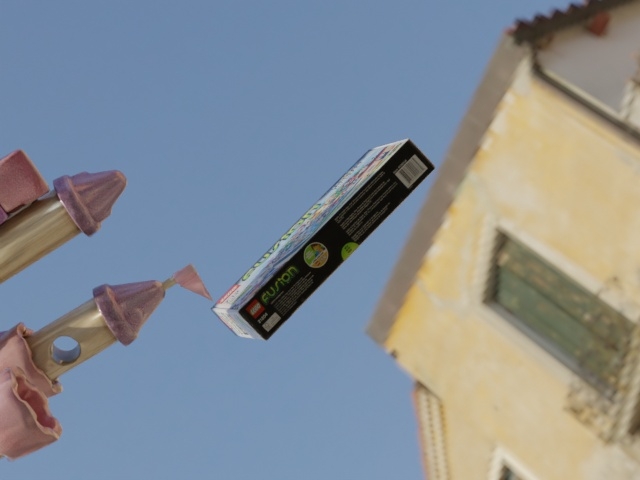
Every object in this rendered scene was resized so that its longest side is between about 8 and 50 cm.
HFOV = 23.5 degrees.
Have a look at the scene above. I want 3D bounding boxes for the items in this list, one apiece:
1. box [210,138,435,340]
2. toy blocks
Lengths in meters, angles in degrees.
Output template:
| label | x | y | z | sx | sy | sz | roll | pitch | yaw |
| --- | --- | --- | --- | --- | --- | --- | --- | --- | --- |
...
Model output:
| label | x | y | z | sx | sy | sz | roll | pitch | yaw |
| --- | --- | --- | --- | --- | --- | --- | --- | --- | --- |
| box | 0.000 | 0.000 | 1.313 | 0.207 | 0.114 | 0.036 | -46 | -80 | -13 |
| toy blocks | -0.272 | -0.002 | 1.223 | 0.260 | 0.309 | 0.288 | -33 | -77 | 1 |
